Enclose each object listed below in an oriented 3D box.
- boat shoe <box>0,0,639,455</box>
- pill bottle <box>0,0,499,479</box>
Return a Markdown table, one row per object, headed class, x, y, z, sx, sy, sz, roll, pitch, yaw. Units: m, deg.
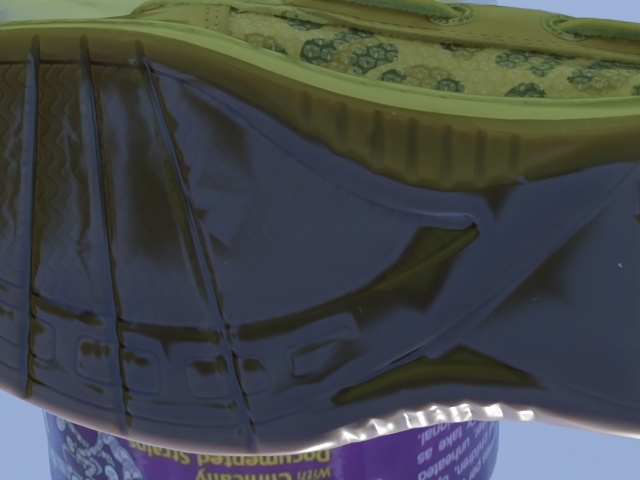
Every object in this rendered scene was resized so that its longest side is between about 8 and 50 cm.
| class | x | y | z | sx | sy | sz | roll | pitch | yaw |
| --- | --- | --- | --- | --- | --- | --- | --- | --- | --- |
| boat shoe | 0.018 | -0.008 | 0.445 | 0.285 | 0.104 | 0.089 | 7 | -156 | 12 |
| pill bottle | -0.020 | 0.029 | 0.659 | 0.169 | 0.301 | 0.169 | -3 | -149 | 2 |
